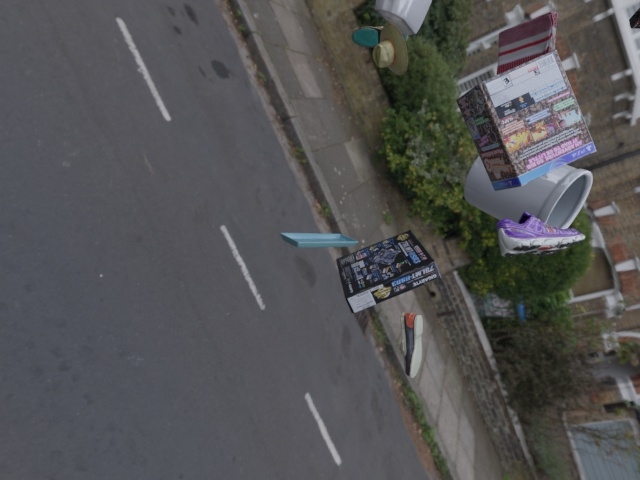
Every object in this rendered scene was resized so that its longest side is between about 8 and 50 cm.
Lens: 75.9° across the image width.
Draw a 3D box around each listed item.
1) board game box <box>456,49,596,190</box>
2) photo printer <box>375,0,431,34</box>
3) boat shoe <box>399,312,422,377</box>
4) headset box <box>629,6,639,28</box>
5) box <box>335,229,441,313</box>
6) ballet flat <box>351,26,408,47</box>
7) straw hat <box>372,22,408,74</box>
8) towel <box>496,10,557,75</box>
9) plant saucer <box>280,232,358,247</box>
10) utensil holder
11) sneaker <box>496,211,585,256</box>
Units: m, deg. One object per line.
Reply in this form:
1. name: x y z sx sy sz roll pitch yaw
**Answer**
1. board game box: 0.556 -0.319 1.127 0.141 0.232 0.290 -159 -135 -84
2. photo printer: 0.259 -0.740 1.159 0.107 0.255 0.307 27 23 12
3. boat shoe: 0.190 0.222 0.877 0.049 0.043 0.136 -1 94 -55
4. headset box: 0.857 -0.585 1.065 0.062 0.084 0.032 87 5 -73
5. box: 0.209 0.091 1.362 0.295 0.294 0.073 -101 168 -68
6. ballet flat: 0.221 -0.756 1.517 0.067 0.207 0.073 -69 162 -49
7. straw hat: 0.180 -0.521 1.147 0.144 0.061 0.144 57 -11 18
8. towel: 0.762 -0.656 1.553 0.037 0.237 0.328 -1 96 -26
9. plant saucer: 0.000 0.000 0.949 0.192 0.067 0.018 1 107 -44
10. utensil holder: 0.870 -0.214 1.756 0.385 0.327 0.328 40 1 41
11. sneaker: 0.368 -0.015 0.686 0.170 0.068 0.071 0 68 -24
